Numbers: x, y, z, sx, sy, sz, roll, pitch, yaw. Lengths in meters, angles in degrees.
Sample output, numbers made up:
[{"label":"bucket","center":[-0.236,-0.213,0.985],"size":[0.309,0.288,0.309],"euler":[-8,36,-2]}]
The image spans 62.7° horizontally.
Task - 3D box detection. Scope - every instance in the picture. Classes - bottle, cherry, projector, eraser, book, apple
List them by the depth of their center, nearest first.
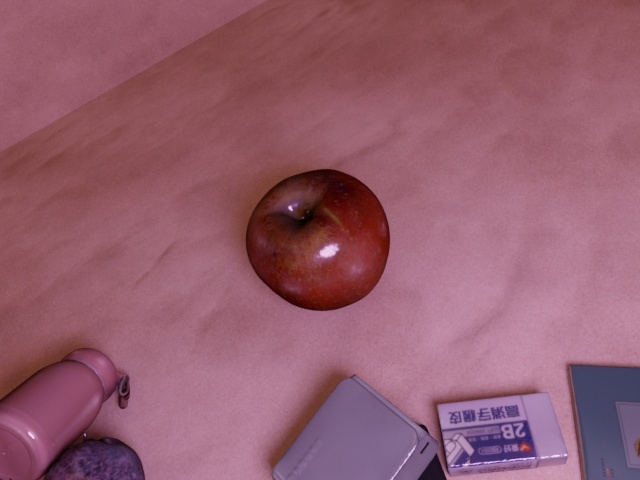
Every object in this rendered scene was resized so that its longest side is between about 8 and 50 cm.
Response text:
[{"label":"book","center":[0.647,0.344,0.910],"size":[0.379,0.031,0.264],"euler":[-1,50,17]},{"label":"projector","center":[0.063,0.404,0.957],"size":[0.198,0.108,0.250],"euler":[30,76,43]},{"label":"eraser","center":[0.330,0.358,0.976],"size":[0.210,0.068,0.125],"euler":[-10,48,9]},{"label":"cherry","center":[-0.439,0.484,1.035],"size":[0.195,0.195,0.195],"euler":[-9,49,10]},{"label":"bottle","center":[-0.559,0.366,1.141],"size":[0.206,0.173,0.297],"euler":[19,21,6]},{"label":"apple","center":[0.000,0.000,1.243],"size":[0.348,0.277,0.349],"euler":[-11,50,13]}]

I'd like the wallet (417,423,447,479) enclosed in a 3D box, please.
[{"label":"wallet","center":[0.167,0.470,0.950],"size":[0.149,0.044,0.250],"euler":[-21,48,5]}]
